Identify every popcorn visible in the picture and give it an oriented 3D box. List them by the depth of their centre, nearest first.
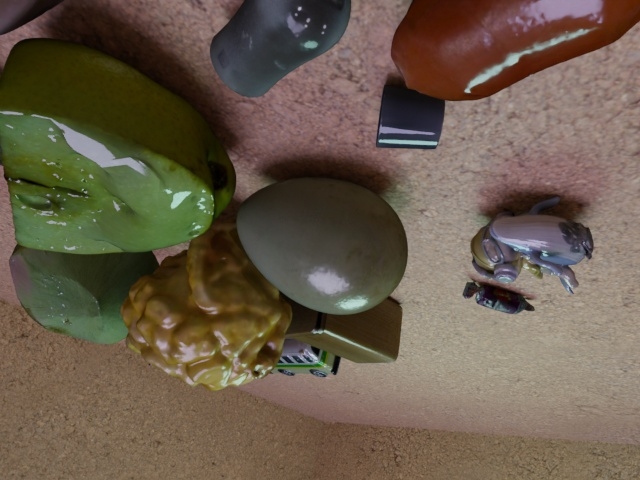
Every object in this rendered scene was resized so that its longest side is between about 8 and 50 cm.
[{"bbox_3d":[-0.212,0.116,1.005,0.348,0.382,0.349,25,-178,-1],"label":"popcorn"}]

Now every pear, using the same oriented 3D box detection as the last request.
[{"bbox_3d":[-0.276,-0.121,0.724,0.317,0.239,0.342,11,150,-22],"label":"pear"}]

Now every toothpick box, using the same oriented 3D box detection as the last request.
[{"bbox_3d":[0.046,0.181,1.190,0.190,0.188,0.308,-17,144,43],"label":"toothpick box"}]

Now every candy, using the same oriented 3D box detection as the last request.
[{"bbox_3d":[0.383,0.128,1.071,0.174,0.045,0.043,16,142,-7],"label":"candy"}]

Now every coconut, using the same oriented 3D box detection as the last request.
[{"bbox_3d":[-0.509,0.079,1.094,0.328,0.281,0.328,47,168,13],"label":"coconut"}]

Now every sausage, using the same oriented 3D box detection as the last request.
[{"bbox_3d":[0.174,-0.215,0.439,0.133,0.133,0.258,31,152,-31],"label":"sausage"}]

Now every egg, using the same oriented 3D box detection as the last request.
[{"bbox_3d":[0.000,0.000,0.824,0.295,0.219,0.218,24,153,6],"label":"egg"}]

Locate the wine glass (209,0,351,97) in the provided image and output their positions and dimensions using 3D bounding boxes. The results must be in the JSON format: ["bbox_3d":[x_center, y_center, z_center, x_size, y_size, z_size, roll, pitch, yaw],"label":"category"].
[{"bbox_3d":[-0.027,-0.237,0.511,0.103,0.103,0.230,31,152,-30],"label":"wine glass"}]

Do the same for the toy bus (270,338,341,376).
[{"bbox_3d":[-0.092,0.334,1.569,0.305,0.143,0.179,-12,141,41],"label":"toy bus"}]

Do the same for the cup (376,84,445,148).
[{"bbox_3d":[0.114,-0.155,0.644,0.077,0.078,0.100,7,-174,3],"label":"cup"}]

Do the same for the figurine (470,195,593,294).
[{"bbox_3d":[0.342,0.015,0.799,0.208,0.129,0.183,26,153,-31],"label":"figurine"}]

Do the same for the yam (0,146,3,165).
[{"bbox_3d":[-0.550,-0.224,0.752,0.133,0.133,0.330,7,156,12],"label":"yam"}]

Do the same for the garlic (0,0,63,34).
[{"bbox_3d":[-0.404,-0.311,0.488,0.324,0.132,0.279,-7,155,22],"label":"garlic"}]
